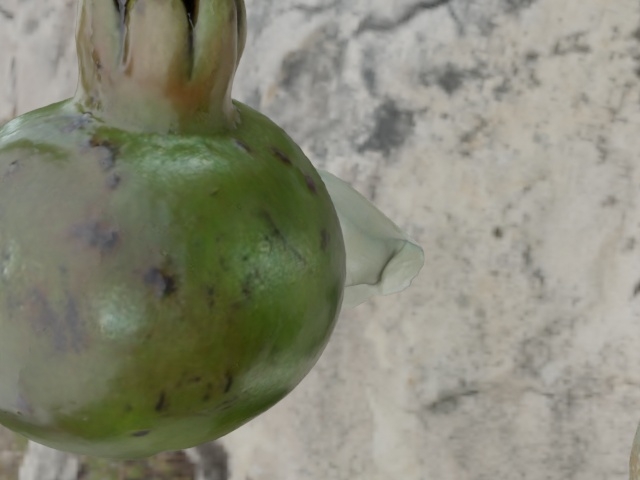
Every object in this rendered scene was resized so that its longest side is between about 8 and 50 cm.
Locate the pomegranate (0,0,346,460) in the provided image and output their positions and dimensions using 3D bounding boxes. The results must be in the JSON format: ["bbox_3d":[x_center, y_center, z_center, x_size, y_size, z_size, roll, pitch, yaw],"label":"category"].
[{"bbox_3d":[-0.087,0.000,0.623,0.190,0.159,0.241,48,121,14],"label":"pomegranate"}]

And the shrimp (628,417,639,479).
[{"bbox_3d":[0.341,0.187,1.079,0.360,0.085,0.246,133,147,-68],"label":"shrimp"}]

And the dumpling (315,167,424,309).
[{"bbox_3d":[0.000,0.000,1.495,0.151,0.229,0.124,-40,22,31],"label":"dumpling"}]
